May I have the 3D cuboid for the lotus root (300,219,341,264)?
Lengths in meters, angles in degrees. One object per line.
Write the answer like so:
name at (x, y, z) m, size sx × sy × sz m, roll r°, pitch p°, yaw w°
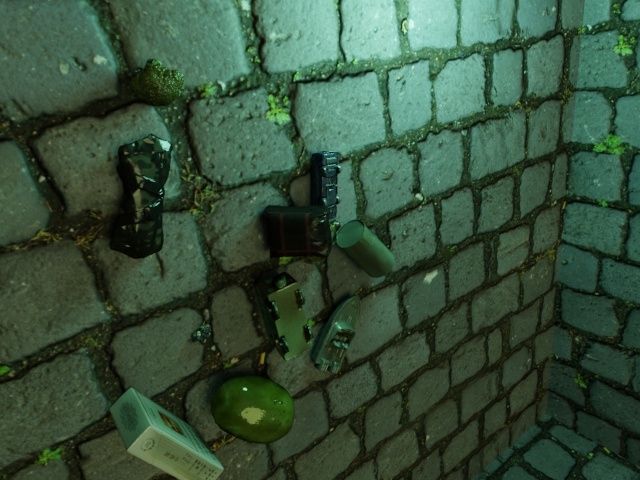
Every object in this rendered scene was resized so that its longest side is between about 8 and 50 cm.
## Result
lotus root at (0.000, 0.000, 1.589) m, size 0.192 × 0.088 × 0.113 m, roll -49°, pitch 143°, yaw -14°

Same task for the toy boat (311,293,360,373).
toy boat at (0.077, 0.356, 1.757) m, size 0.141 × 0.092 × 0.319 m, roll 24°, pitch 89°, yaw -41°

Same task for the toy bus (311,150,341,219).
toy bus at (0.011, -0.187, 1.533) m, size 0.079 × 0.094 × 0.236 m, roll -16°, pitch 115°, yaw -39°

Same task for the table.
table at (0.170, 0.034, 1.700) m, size 0.220 × 0.126 × 0.126 m, roll 42°, pitch 79°, yaw -38°

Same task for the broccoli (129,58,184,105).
broccoli at (-0.412, -0.399, 1.145) m, size 0.131 × 0.130 × 0.120 m, roll -10°, pitch 74°, yaw -19°

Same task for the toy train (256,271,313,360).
toy train at (-0.122, 0.246, 1.536) m, size 0.129 × 0.159 × 0.326 m, roll -26°, pitch 122°, yaw -25°

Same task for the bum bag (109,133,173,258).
bum bag at (-0.473, -0.113, 1.200) m, size 0.144 × 0.095 × 0.340 m, roll -4°, pitch 109°, yaw -51°

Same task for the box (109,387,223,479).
box at (-0.461, 0.601, 1.365) m, size 0.095 × 0.210 × 0.330 m, roll -47°, pitch 127°, yaw -16°

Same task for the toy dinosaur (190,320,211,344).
toy dinosaur at (-0.381, 0.298, 1.439) m, size 0.047 × 0.031 × 0.083 m, roll 42°, pitch 78°, yaw -36°

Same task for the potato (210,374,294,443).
potato at (-0.224, 0.572, 1.537) m, size 0.304 × 0.216 × 0.215 m, roll 22°, pitch 91°, yaw -29°

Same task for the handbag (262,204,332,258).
handbag at (-0.072, -0.026, 1.459) m, size 0.215 × 0.155 × 0.169 m, roll 0°, pitch 109°, yaw 8°
